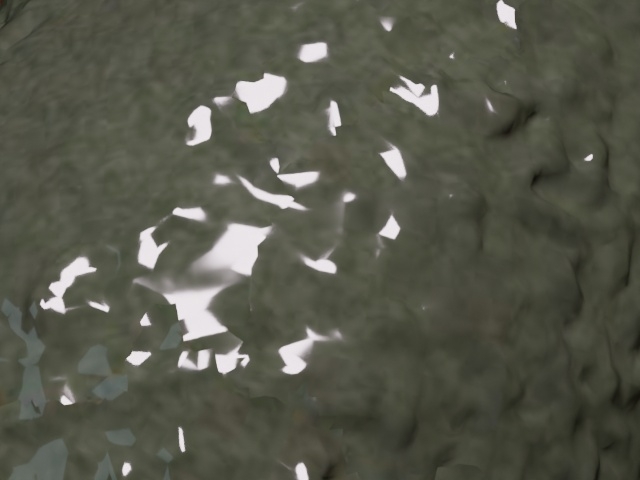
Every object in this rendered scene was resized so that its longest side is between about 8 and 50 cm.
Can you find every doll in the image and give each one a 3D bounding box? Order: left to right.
[{"bbox_3d":[0.000,0.000,0.539,0.247,0.247,0.349,-17,46,59],"label":"doll"}]
